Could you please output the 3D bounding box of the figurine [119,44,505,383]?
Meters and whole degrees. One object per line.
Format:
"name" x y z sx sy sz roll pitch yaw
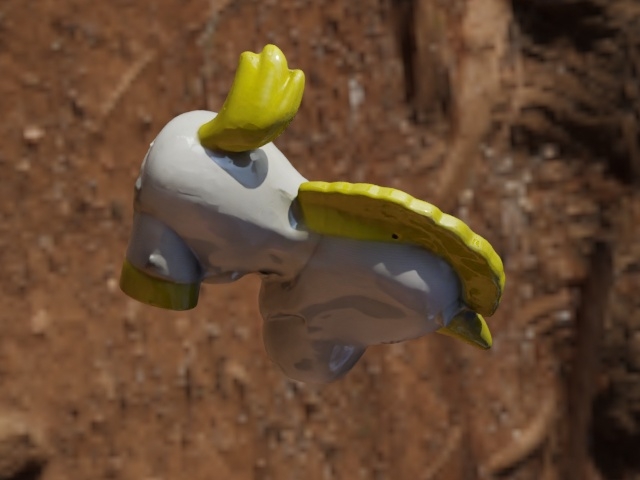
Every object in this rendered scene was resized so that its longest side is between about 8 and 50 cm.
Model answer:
"figurine" -0.002 0.006 0.865 0.178 0.129 0.109 38 40 -6
